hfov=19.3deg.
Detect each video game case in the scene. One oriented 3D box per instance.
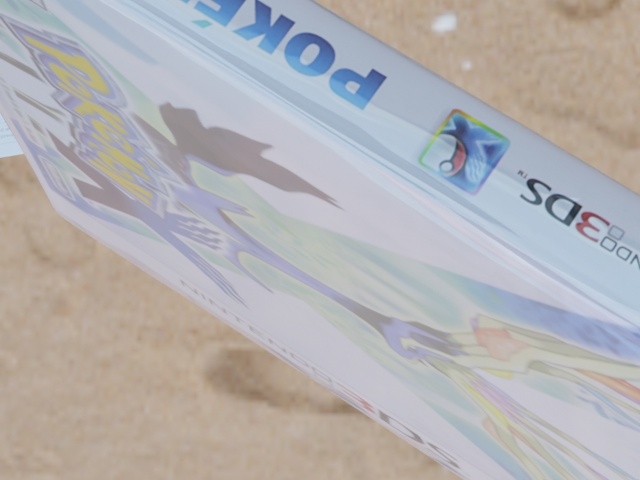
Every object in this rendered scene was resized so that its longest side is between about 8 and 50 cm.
[{"bbox_3d":[0.000,0.000,0.658,0.300,0.036,0.329,32,166,14],"label":"video game case"}]

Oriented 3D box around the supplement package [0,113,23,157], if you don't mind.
[{"bbox_3d":[-0.273,-0.213,1.302,0.177,0.175,0.293,-10,110,-15],"label":"supplement package"}]
